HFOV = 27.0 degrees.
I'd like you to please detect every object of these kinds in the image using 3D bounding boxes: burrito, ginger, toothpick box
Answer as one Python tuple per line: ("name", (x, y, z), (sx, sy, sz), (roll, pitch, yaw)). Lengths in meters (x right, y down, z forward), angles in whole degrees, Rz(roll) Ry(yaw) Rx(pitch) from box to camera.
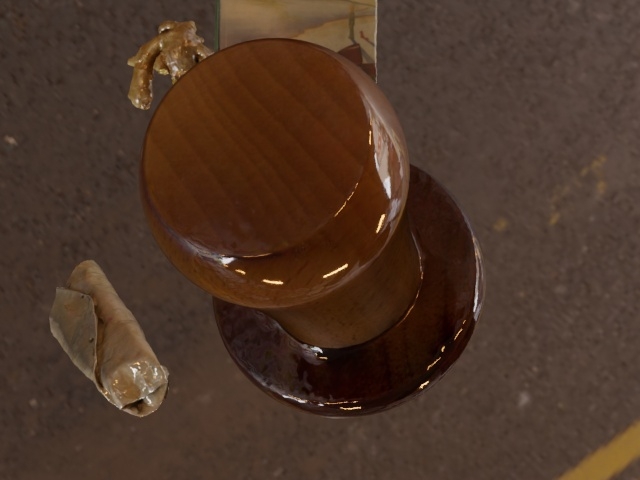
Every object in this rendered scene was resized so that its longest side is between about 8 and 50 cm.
("burrito", (-0.211, 0.098, 1.314), (0.060, 0.226, 0.087), (29, 96, -36))
("ginger", (-0.164, -0.209, 1.768), (0.193, 0.052, 0.176), (-4, 88, 4))
("toothpick box", (0.000, 0.000, 0.844), (0.192, 0.192, 0.294), (-43, 157, -4))

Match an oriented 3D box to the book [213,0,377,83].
("book", (-0.027, -0.260, 1.551), (0.201, 0.026, 0.290), (3, 78, -17))
